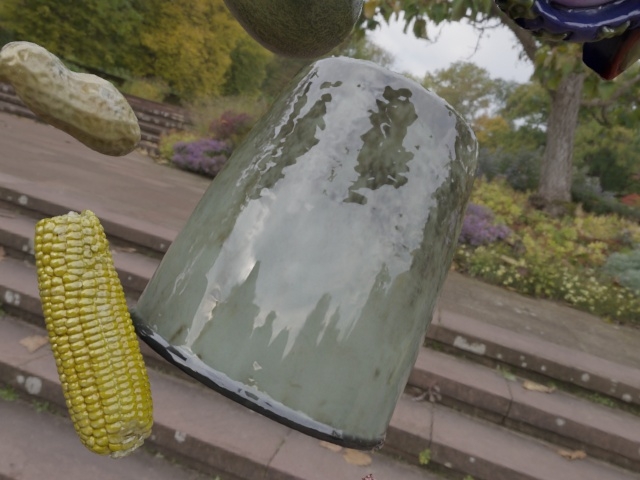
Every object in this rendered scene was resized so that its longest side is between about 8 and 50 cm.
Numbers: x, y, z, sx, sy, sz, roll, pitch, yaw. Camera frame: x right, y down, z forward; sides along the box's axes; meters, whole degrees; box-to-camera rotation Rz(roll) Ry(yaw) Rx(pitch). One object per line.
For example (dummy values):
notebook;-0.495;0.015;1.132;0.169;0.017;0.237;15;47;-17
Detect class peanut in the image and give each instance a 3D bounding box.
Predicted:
peanut;-0.282;-0.162;0.636;0.080;0.080;0.174;22;-10;48

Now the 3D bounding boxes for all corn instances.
corn;-0.184;0.077;0.449;0.067;0.206;0.067;-13;2;0

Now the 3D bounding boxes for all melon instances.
melon;-0.065;-0.488;1.008;0.329;0.248;0.248;42;-9;-29

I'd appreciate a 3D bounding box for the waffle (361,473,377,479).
waffle;0.066;0.428;0.935;0.029;0.075;0.083;48;-16;22

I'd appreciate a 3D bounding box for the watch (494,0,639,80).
watch;0.149;-0.220;0.322;0.171;0.200;0.196;-11;-32;-1

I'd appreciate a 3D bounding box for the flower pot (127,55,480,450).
flower pot;0.000;0.000;0.590;0.293;0.330;0.293;25;-4;2
